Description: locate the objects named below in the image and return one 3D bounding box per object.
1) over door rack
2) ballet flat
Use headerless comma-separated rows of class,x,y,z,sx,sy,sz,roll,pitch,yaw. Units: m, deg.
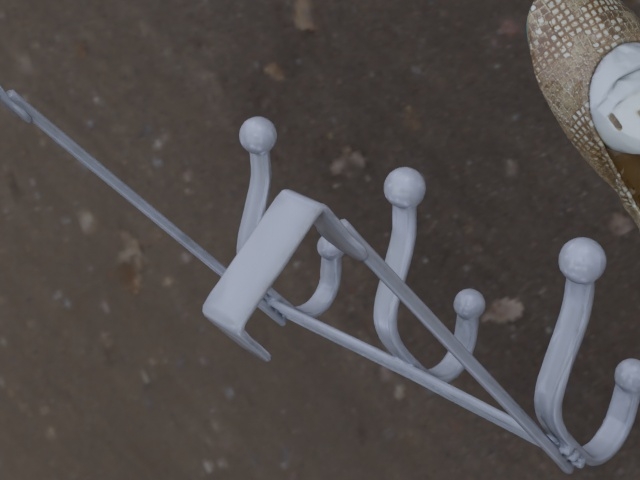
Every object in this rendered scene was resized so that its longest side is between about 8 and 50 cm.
over door rack,0.000,0.000,0.647,0.239,0.324,0.108,23,87,39
ballet flat,0.175,-0.042,0.673,0.206,0.073,0.067,53,172,-18
